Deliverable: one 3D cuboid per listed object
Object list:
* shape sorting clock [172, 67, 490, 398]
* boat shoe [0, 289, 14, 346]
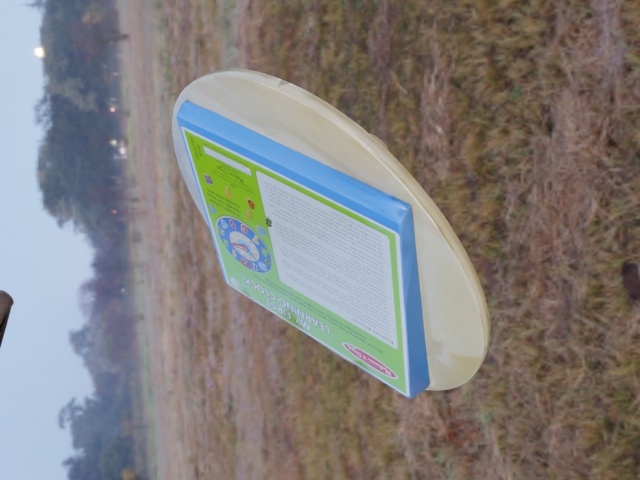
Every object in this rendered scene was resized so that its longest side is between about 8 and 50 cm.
[{"bbox_3d":[0.000,0.000,0.406,0.206,0.040,0.206,33,148,25],"label":"shape sorting clock"},{"bbox_3d":[-0.299,0.190,0.579,0.116,0.096,0.324,149,126,-76],"label":"boat shoe"}]
